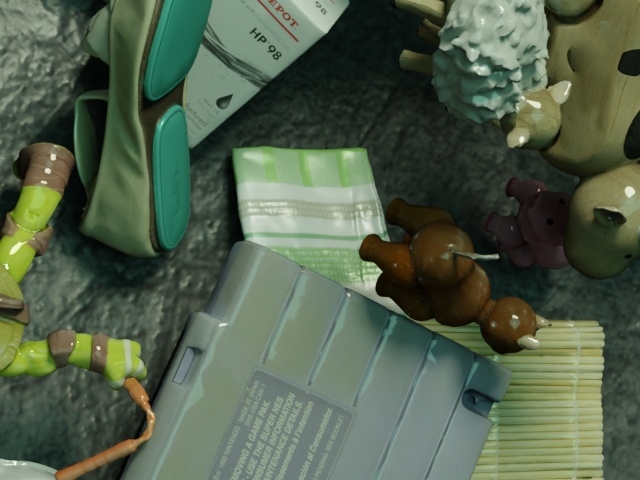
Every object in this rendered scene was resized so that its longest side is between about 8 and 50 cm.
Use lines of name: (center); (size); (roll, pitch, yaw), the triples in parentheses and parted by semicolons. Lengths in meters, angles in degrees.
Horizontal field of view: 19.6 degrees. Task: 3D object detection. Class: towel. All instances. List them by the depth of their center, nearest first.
towel: (0.000, 0.000, 1.313); (0.113, 0.023, 0.152); (0, 63, -25)

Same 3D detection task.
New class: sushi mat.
sushi mat: (0.067, 0.129, 1.351); (0.316, 0.019, 0.151); (2, 83, -22)

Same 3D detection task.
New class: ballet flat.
ballet flat: (-0.124, -0.102, 1.224); (0.086, 0.086, 0.248); (-4, 120, -22)

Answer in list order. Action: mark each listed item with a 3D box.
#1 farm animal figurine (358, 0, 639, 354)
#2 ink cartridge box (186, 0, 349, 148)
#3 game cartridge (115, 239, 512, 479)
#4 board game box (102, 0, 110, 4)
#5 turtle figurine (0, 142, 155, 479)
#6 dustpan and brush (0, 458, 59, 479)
farm animal figurine: (0.190, -0.073, 1.243); (0.330, 0.172, 0.327); (-36, 140, -41)
ink cartridge box: (-0.057, -0.158, 1.255); (0.104, 0.180, 0.060); (46, 33, -9)
game cartridge: (-0.035, 0.202, 1.233); (0.230, 0.068, 0.355); (27, 81, -21)
board game box: (-0.148, -0.363, 1.322); (0.208, 0.056, 0.347); (32, 72, -19)
turtle figurine: (-0.237, 0.039, 1.191); (0.269, 0.087, 0.217); (1, 69, 3)
dustpan and brush: (-0.208, 0.176, 1.221); (0.147, 0.060, 0.211); (-23, 98, -24)
